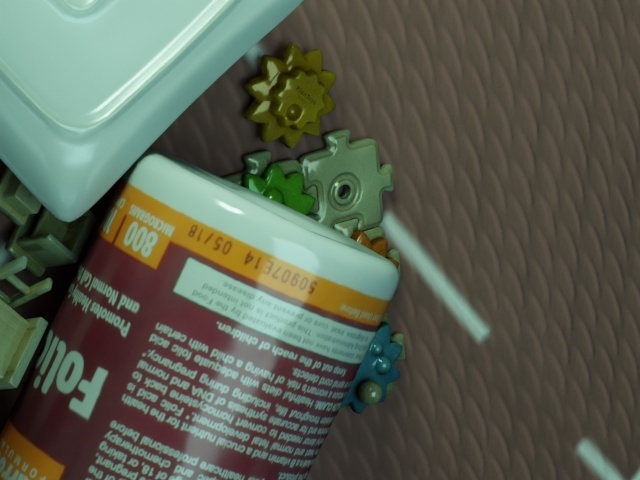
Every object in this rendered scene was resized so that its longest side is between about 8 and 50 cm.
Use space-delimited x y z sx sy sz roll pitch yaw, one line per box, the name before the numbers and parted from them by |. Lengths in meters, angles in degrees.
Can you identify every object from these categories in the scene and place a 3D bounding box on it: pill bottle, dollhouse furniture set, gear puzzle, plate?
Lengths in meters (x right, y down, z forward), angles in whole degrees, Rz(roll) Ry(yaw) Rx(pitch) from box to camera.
pill bottle | -0.120 0.150 1.385 0.224 0.224 0.392 24 93 -37
dollhouse furniture set | -0.281 -0.005 1.339 0.182 0.101 0.161 46 52 -34
gear puzzle | 0.000 0.000 1.538 0.175 0.044 0.339 -16 112 -30
plate | -0.173 -0.203 1.300 0.278 0.045 0.277 -46 101 -16
